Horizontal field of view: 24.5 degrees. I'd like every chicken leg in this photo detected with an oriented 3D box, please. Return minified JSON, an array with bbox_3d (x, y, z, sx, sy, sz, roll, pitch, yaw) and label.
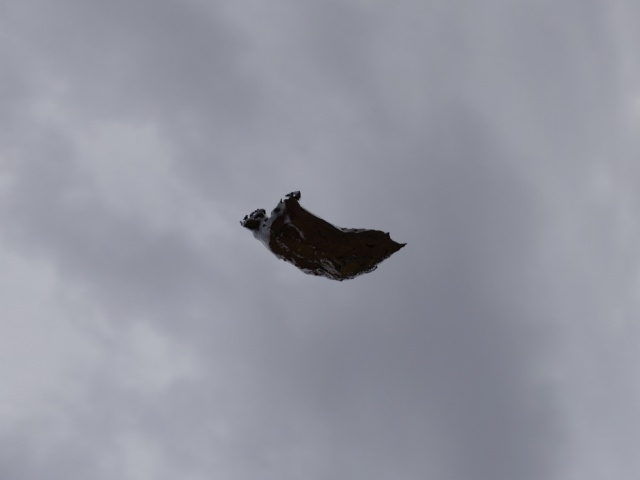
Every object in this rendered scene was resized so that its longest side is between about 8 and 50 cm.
[{"bbox_3d":[0.000,0.000,2.106,0.234,0.063,0.105,24,-73,-9],"label":"chicken leg"}]
